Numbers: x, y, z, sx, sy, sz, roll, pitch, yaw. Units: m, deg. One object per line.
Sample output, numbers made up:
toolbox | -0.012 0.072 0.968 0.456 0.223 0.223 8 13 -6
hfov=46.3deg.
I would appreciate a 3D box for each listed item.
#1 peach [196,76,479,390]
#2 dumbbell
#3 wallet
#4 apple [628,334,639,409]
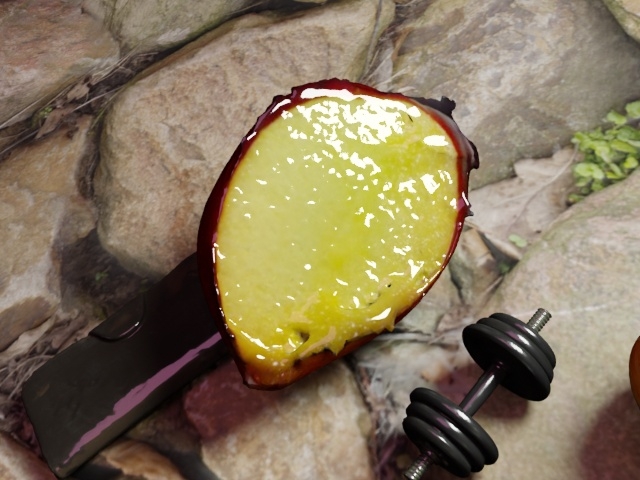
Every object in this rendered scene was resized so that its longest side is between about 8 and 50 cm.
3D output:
peach | 0.000 0.000 0.821 0.258 0.201 0.361 27 74 -5
dumbbell | 0.148 0.141 0.694 0.099 0.099 0.208 30 68 39
wallet | -0.211 0.132 0.896 0.309 0.042 0.165 -37 48 -11
apple | 0.352 0.108 0.577 0.196 0.196 0.196 -12 47 13
